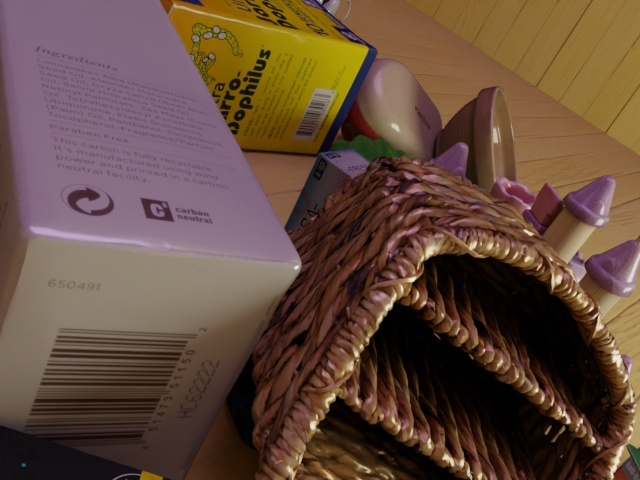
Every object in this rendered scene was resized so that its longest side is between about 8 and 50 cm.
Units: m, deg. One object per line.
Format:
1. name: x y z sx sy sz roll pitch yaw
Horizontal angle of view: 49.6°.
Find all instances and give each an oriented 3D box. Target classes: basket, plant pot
1. basket: 0.113 0.108 0.518 0.299 0.213 0.223 40 21 -29
2. plant pot: 0.263 -0.136 1.179 0.110 0.237 0.237 -4 18 24

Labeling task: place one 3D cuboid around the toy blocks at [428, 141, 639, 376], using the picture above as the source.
1. toy blocks: 0.272 0.022 0.828 0.309 0.260 0.288 17 30 -20

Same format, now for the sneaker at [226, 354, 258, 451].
1. sneaker: -0.051 0.099 0.624 0.081 0.080 0.211 20 33 -41

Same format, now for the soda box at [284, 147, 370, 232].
1. soda box: 0.000 0.000 0.702 0.063 0.183 0.058 40 30 22

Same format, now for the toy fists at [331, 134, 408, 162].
1. toy fists: 0.136 -0.063 1.023 0.279 0.096 0.142 20 40 -18

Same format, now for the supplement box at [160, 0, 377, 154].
1. supplement box: -0.130 -0.263 1.004 0.356 0.195 0.194 -3 41 -43

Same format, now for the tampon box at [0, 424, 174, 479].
1. tampon box: -0.150 0.183 0.356 0.161 0.101 0.120 22 29 -12

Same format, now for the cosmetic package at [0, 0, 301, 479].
1. cosmetic package: -0.201 -0.049 0.562 0.161 0.230 0.453 8 35 -34

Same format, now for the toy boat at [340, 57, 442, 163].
1. toy boat: 0.101 -0.200 1.178 0.231 0.151 0.151 40 52 -46

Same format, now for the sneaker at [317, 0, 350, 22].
1. sneaker: -0.130 -0.402 1.212 0.366 0.210 0.137 21 29 -13

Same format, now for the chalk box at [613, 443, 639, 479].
1. chalk box: 0.387 0.262 0.677 0.213 0.132 0.132 21 30 -12
